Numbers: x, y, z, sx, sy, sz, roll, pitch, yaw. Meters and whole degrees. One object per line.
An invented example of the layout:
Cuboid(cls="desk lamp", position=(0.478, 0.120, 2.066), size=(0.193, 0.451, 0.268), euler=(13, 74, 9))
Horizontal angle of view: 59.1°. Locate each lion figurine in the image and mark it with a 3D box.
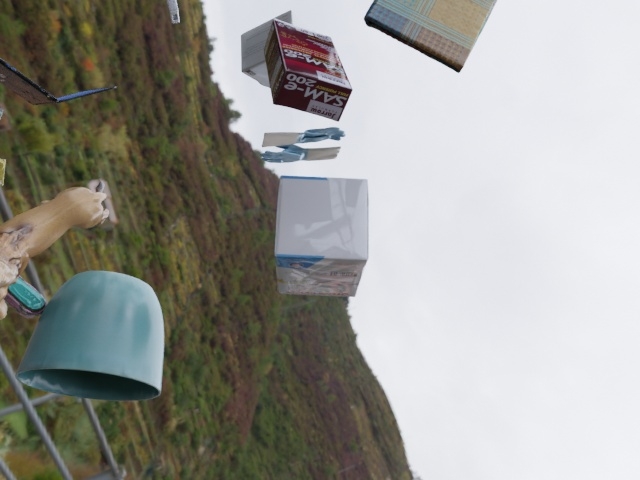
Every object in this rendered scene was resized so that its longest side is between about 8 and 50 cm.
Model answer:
Cuboid(cls="lion figurine", position=(-0.538, -0.018, 1.085), size=(0.142, 0.392, 0.240), euler=(48, -32, -16))

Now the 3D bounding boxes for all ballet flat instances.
Cuboid(cls="ballet flat", position=(-0.692, 0.087, 1.221), size=(0.221, 0.079, 0.077), euler=(50, 30, -10))

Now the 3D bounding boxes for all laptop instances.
Cuboid(cls="laptop", position=(-0.721, -0.432, 1.483), size=(0.234, 0.136, 0.264), euler=(12, -21, 49))

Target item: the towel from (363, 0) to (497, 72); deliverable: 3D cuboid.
Cuboid(cls="towel", position=(0.291, -0.599, 1.395), size=(0.272, 0.370, 0.040), euler=(28, -25, 0))

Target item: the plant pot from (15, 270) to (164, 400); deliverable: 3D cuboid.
Cuboid(cls="plant pot", position=(-0.481, 0.207, 1.248), size=(0.293, 0.293, 0.235), euler=(109, -14, -62))

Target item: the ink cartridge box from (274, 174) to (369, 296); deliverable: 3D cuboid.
Cuboid(cls="ink cartridge box", position=(0.000, 0.000, 1.313), size=(0.270, 0.198, 0.197), euler=(97, -5, -67))

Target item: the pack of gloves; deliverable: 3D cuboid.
Cuboid(cls="pack of gloves", position=(-0.053, -0.276, 1.565), size=(0.195, 0.232, 0.046), euler=(121, -39, -70))

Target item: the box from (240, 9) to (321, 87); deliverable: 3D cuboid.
Cuboid(cls="box", position=(-0.093, -0.504, 1.538), size=(0.182, 0.181, 0.118), euler=(-11, -105, 33))

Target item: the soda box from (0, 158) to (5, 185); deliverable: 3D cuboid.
Cuboid(cls="soda box", position=(-0.770, -0.156, 1.192), size=(0.058, 0.181, 0.061), euler=(14, -83, 28))

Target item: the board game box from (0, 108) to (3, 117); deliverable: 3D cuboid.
Cuboid(cls="board game box", position=(-0.644, -0.115, 0.996), size=(0.030, 0.136, 0.259), euler=(35, 46, -46))

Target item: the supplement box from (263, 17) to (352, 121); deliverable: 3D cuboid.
Cuboid(cls="supplement box", position=(-0.030, -0.327, 1.069), size=(0.239, 0.130, 0.073), euler=(-103, -149, -47))

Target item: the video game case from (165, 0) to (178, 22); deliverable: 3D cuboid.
Cuboid(cls="video game case", position=(-0.395, -0.674, 1.408), size=(0.206, 0.026, 0.226), euler=(-135, -148, -72))
